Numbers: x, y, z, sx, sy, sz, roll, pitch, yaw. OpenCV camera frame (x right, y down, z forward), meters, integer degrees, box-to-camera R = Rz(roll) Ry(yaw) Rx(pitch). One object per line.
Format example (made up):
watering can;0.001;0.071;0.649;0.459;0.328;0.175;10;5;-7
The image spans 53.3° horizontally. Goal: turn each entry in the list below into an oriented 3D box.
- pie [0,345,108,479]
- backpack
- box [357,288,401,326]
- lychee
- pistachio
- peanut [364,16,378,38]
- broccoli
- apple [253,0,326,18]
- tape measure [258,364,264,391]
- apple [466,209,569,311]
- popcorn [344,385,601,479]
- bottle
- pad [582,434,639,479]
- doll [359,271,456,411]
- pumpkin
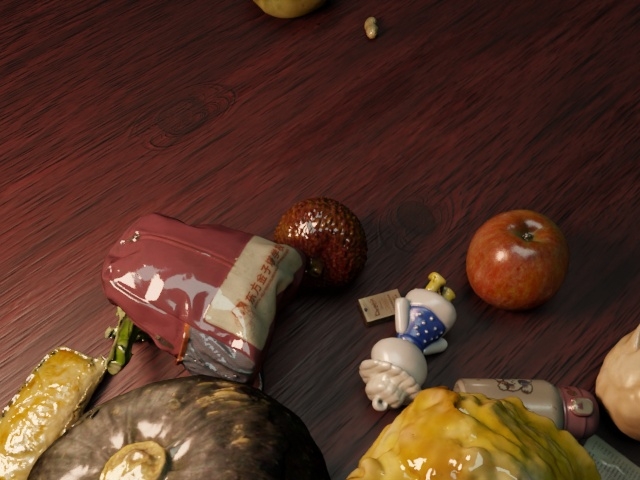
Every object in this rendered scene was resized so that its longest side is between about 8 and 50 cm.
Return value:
pie;-0.475;0.301;1.086;0.128;0.068;0.283;18;53;11
backpack;-0.211;0.086;1.086;0.317;0.197;0.283;23;41;2
box;0.119;0.130;1.234;0.083;0.024;0.053;-14;56;-9
lychee;0.000;0.006;1.230;0.194;0.194;0.195;0;55;0
pistachio;0.620;0.228;1.081;0.317;0.214;0.193;-11;13;-16
peanut;0.136;-0.574;1.717;0.037;0.037;0.083;-1;57;-1
broccoli;-0.337;0.163;1.132;0.122;0.118;0.204;7;30;-1
apple;-0.080;-0.729;1.698;0.262;0.262;0.263;0;55;0
tape measure;-0.154;0.268;1.128;0.107;0.104;0.180;-10;24;11
apple;0.374;0.036;1.211;0.188;0.174;0.188;1;53;-2
popcorn;0.198;0.401;0.865;0.344;0.354;0.390;29;19;18
bottle;0.346;0.289;1.073;0.233;0.110;0.110;1;55;1
pad;0.442;0.454;1.020;0.159;0.009;0.265;36;62;23
doll;0.164;0.184;1.147;0.138;0.119;0.293;48;54;-19
pumpkin;-0.190;0.401;0.848;0.453;0.344;0.455;-9;39;7
